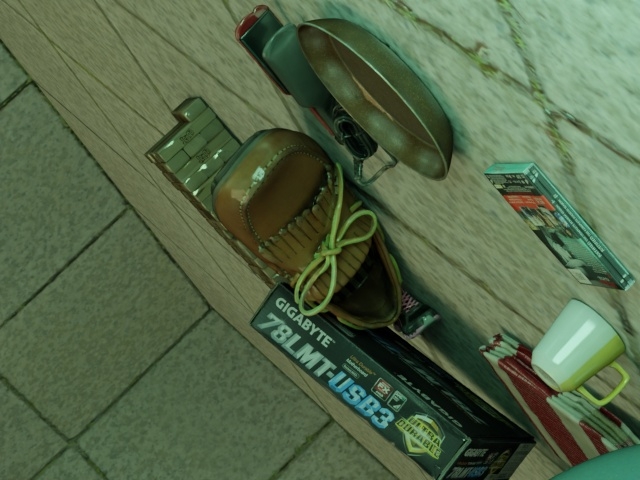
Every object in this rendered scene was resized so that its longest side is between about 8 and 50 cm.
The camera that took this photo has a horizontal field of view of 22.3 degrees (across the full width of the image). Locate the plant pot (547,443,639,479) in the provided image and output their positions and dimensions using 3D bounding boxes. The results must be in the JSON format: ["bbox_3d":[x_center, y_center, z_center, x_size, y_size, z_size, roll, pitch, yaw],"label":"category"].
[{"bbox_3d":[0.297,0.274,1.324,0.290,0.195,0.290,43,168,12],"label":"plant pot"}]

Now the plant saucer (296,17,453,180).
[{"bbox_3d":[0.049,-0.117,1.287,0.168,0.029,0.168,45,171,9],"label":"plant saucer"}]

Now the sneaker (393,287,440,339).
[{"bbox_3d":[0.101,0.080,1.904,0.057,0.047,0.119,59,168,-10],"label":"sneaker"}]

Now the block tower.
[{"bbox_3d":[-0.087,-0.030,2.097,0.335,0.097,0.091,49,170,-14],"label":"block tower"}]

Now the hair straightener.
[{"bbox_3d":[0.007,-0.112,1.438,0.089,0.047,0.230,38,169,42],"label":"hair straightener"}]

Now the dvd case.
[{"bbox_3d":[0.177,-0.011,1.217,0.119,0.013,0.087,49,171,-10],"label":"dvd case"}]

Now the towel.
[{"bbox_3d":[0.309,0.230,1.621,0.329,0.037,0.237,37,168,49],"label":"towel"}]

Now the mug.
[{"bbox_3d":[0.216,0.097,1.357,0.078,0.064,0.062,41,169,27],"label":"mug"}]

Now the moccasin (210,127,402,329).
[{"bbox_3d":[-0.002,0.002,1.700,0.147,0.139,0.380,40,170,29],"label":"moccasin"}]

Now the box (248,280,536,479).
[{"bbox_3d":[0.090,0.171,1.917,0.295,0.073,0.293,38,-175,22],"label":"box"}]
